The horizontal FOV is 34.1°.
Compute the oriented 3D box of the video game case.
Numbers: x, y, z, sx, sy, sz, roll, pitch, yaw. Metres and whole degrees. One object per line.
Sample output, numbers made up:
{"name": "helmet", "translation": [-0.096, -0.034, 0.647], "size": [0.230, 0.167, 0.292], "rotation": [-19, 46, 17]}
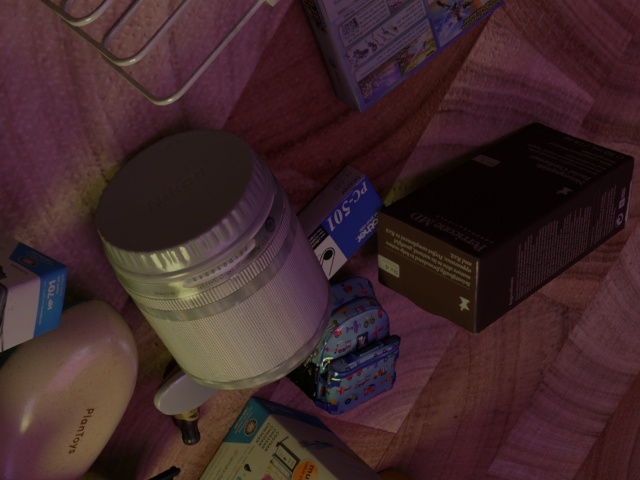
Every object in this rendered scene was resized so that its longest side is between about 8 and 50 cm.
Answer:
{"name": "video game case", "translation": [0.101, -0.340, 1.336], "size": [0.269, 0.061, 0.244], "rotation": [-39, 133, -16]}

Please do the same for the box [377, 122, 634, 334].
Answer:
{"name": "box", "translation": [0.279, -0.031, 1.557], "size": [0.381, 0.191, 0.143], "rotation": [-31, 132, -34]}

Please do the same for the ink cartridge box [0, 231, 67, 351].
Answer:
{"name": "ink cartridge box", "translation": [-0.378, 0.058, 1.068], "size": [0.190, 0.139, 0.082], "rotation": [-25, 135, -59]}

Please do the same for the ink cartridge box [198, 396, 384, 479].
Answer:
{"name": "ink cartridge box", "translation": [-0.030, 0.376, 1.540], "size": [0.168, 0.232, 0.171], "rotation": [30, 94, -47]}

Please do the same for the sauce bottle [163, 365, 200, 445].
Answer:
{"name": "sauce bottle", "translation": [-0.190, 0.233, 1.455], "size": [0.042, 0.042, 0.128], "rotation": [-28, 132, -25]}

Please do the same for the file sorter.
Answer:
{"name": "file sorter", "translation": [-0.212, -0.294, 1.007], "size": [0.173, 0.193, 0.277], "rotation": [-48, 136, -2]}

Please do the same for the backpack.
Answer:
{"name": "backpack", "translation": [0.040, 0.147, 1.533], "size": [0.158, 0.117, 0.173], "rotation": [-18, 132, -31]}

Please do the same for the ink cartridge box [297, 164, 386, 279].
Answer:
{"name": "ink cartridge box", "translation": [0.000, 0.000, 1.470], "size": [0.207, 0.046, 0.097], "rotation": [-47, 137, -8]}

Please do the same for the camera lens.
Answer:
{"name": "camera lens", "translation": [-0.120, 0.031, 1.260], "size": [0.219, 0.219, 0.274], "rotation": [-40, 135, -15]}

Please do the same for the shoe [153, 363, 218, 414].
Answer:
{"name": "shoe", "translation": [-0.162, 0.160, 1.403], "size": [0.178, 0.081, 0.063], "rotation": [-34, 133, -24]}

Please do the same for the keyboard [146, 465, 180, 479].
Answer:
{"name": "keyboard", "translation": [-0.332, 0.382, 1.340], "size": [0.201, 0.033, 0.317], "rotation": [-32, 172, 31]}

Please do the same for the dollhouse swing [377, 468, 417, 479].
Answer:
{"name": "dollhouse swing", "translation": [0.097, 0.633, 1.783], "size": [0.305, 0.315, 0.347], "rotation": [-30, 136, -51]}

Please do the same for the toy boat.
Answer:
{"name": "toy boat", "translation": [-0.364, 0.167, 1.211], "size": [0.318, 0.148, 0.267], "rotation": [13, 112, -52]}
